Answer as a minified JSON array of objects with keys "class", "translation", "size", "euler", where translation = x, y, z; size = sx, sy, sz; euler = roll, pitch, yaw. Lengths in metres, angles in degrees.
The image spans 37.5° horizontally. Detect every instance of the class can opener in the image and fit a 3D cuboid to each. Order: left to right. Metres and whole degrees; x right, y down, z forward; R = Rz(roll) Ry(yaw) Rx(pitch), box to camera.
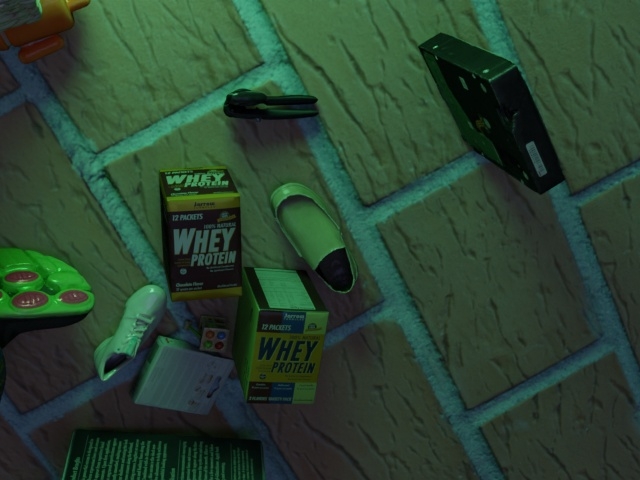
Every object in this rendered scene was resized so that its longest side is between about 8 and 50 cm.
[{"class":"can opener","translation":[-0.091,-0.247,1.750],"size":[0.186,0.073,0.059],"euler":[2,103,-25]}]

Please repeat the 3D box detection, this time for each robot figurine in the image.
[{"class":"robot figurine","translation":[-0.493,-0.391,1.553],"size":[0.220,0.128,0.158],"euler":[-20,151,-5]}]

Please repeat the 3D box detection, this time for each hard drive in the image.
[{"class":"hard drive","translation":[0.303,-0.238,1.695],"size":[0.064,0.339,0.236],"euler":[-32,115,-2]}]

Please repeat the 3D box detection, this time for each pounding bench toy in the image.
[{"class":"pounding bench toy","translation":[-0.230,0.186,1.885],"size":[0.083,0.065,0.052],"euler":[7,110,-16]}]

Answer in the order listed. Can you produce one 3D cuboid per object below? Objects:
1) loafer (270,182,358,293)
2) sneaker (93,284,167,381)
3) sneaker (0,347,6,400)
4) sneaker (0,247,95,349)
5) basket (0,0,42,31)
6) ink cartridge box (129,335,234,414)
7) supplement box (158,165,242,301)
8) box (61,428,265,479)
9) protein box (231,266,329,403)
[{"class":"loafer","translation":[0.000,0.000,1.851],"size":[0.102,0.092,0.268],"euler":[-37,115,3]},{"class":"sneaker","translation":[-0.365,0.187,1.836],"size":[0.080,0.094,0.212],"euler":[31,101,-22]},{"class":"sneaker","translation":[-0.629,0.197,1.604],"size":[0.131,0.111,0.296],"euler":[3,131,5]},{"class":"sneaker","translation":[-0.654,0.155,1.733],"size":[0.483,0.185,0.202],"euler":[-13,135,-8]},{"class":"basket","translation":[-0.604,-0.452,1.358],"size":[0.329,0.266,0.331],"euler":[-19,83,-6]},{"class":"ink cartridge box","translation":[-0.282,0.278,1.934],"size":[0.179,0.045,0.145],"euler":[18,107,-39]},{"class":"supplement box","translation":[-0.222,-0.017,1.735],"size":[0.129,0.191,0.194],"euler":[-4,112,-13]},{"class":"box","translation":[-0.323,0.571,1.915],"size":[0.396,0.212,0.293],"euler":[5,111,-8]},{"class":"protein box","translation":[-0.084,0.183,1.844],"size":[0.136,0.201,0.199],"euler":[4,110,-15]}]
